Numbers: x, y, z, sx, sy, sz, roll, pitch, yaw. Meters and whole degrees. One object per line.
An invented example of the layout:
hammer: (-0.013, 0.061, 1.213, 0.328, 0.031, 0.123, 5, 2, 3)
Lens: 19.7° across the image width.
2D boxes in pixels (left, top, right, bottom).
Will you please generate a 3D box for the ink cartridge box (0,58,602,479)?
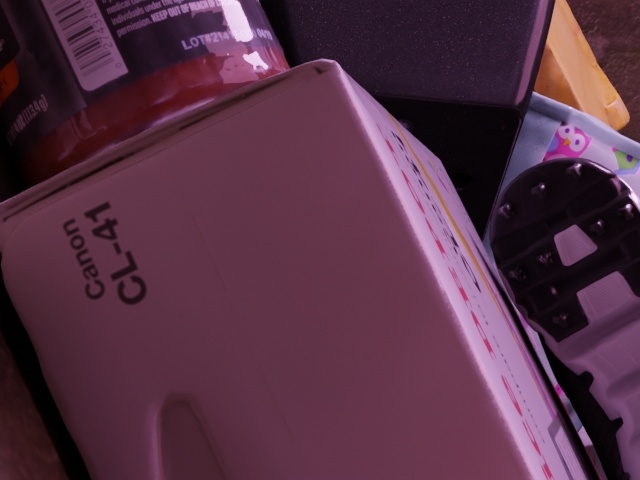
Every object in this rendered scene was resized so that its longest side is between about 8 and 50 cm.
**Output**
ink cartridge box: (0.021, 0.074, 0.693, 0.226, 0.131, 0.306, 65, 6, 7)

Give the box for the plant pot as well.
plant pot: (0.037, -0.099, 1.059, 0.188, 0.188, 0.167, 103, -10, -52)

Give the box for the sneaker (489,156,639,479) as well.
sneaker: (0.148, 0.076, 0.755, 0.234, 0.078, 0.106, 63, 9, 11)

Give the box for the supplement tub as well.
supplement tub: (-0.093, -0.114, 0.670, 0.197, 0.106, 0.106, 64, 8, 11)

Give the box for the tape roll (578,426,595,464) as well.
tape roll: (0.224, 0.091, 1.496, 0.169, 0.246, 0.246, 51, 14, -53)

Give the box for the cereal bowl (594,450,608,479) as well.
cereal bowl: (0.263, 0.162, 1.156, 0.339, 0.141, 0.338, 176, -90, -80)

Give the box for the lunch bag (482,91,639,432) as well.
lunch bag: (0.145, 0.019, 1.260, 0.160, 0.223, 0.262, 26, 4, 17)

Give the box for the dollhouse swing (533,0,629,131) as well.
dollhouse swing: (0.087, -0.181, 1.630, 0.346, 0.315, 0.305, 59, 30, -23)
